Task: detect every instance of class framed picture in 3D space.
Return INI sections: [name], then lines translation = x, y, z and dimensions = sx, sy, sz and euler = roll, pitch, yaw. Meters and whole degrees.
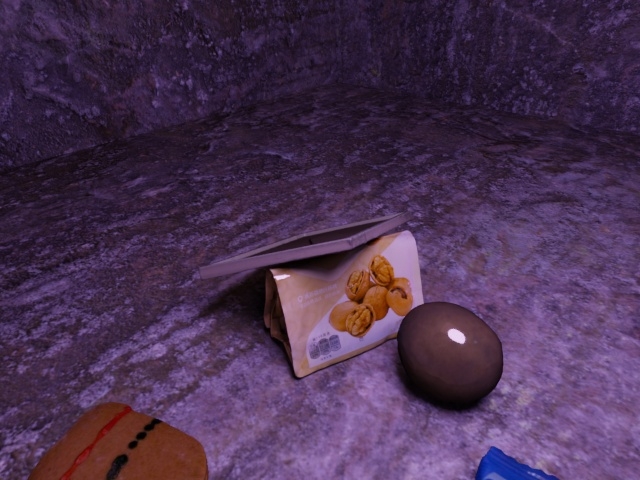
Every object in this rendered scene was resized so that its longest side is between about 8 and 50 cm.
[framed picture]
translation = 0.000, 0.000, 0.935
dimensions = 0.325, 0.028, 0.446
euler = -12, 5, 27

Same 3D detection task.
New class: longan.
[longan]
translation = 0.222, 0.191, 0.741
dimensions = 0.189, 0.189, 0.189
euler = -2, 32, 1

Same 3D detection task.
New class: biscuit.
[biscuit]
translation = -0.314, 0.366, 0.600
dimensions = 0.276, 0.052, 0.262
euler = 14, 35, 24

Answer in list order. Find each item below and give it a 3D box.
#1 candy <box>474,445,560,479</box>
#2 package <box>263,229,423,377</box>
[candy]
translation = 0.216, 0.401, 0.492
dimensions = 0.187, 0.077, 0.331
euler = 17, 36, 39
[package]
translation = 0.039, 0.110, 0.884
dimensions = 0.311, 0.222, 0.165
euler = -17, 14, -23
